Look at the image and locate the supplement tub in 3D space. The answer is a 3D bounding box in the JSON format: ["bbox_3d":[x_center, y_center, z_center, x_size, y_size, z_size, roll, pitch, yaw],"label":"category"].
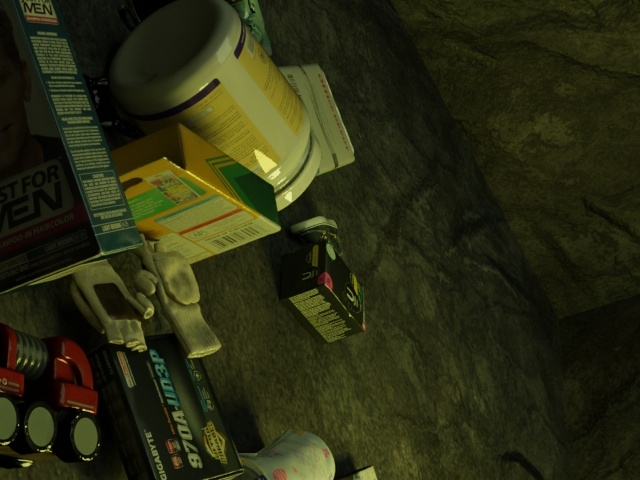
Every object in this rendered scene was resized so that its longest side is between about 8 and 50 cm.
[{"bbox_3d":[-0.165,-0.213,1.951,0.331,0.241,0.241,51,28,-41],"label":"supplement tub"}]

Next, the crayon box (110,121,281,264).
[{"bbox_3d":[-0.225,-0.065,1.722,0.323,0.203,0.083,32,42,-58],"label":"crayon box"}]

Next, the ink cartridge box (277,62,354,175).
[{"bbox_3d":[-0.065,-0.227,2.364,0.223,0.129,0.307,69,21,-2],"label":"ink cartridge box"}]

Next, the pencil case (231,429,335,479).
[{"bbox_3d":[-0.075,0.372,1.832,0.124,0.113,0.273,54,18,13],"label":"pencil case"}]

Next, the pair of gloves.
[{"bbox_3d":[-0.248,0.069,1.644,0.240,0.042,0.204,8,47,-53],"label":"pair of gloves"}]

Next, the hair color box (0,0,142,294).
[{"bbox_3d":[-0.369,-0.124,1.463,0.105,0.174,0.347,-16,86,-68],"label":"hair color box"}]

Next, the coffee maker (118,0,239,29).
[{"bbox_3d":[-0.234,-0.428,2.060,0.120,0.178,0.171,57,24,-28],"label":"coffee maker"}]

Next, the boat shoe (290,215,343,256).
[{"bbox_3d":[0.000,0.000,2.409,0.183,0.065,0.083,2,68,-69],"label":"boat shoe"}]

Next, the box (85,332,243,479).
[{"bbox_3d":[-0.212,0.238,1.617,0.175,0.051,0.220,0,63,-55],"label":"box"}]

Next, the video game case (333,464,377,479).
[{"bbox_3d":[0.078,0.540,2.152,0.210,0.042,0.232,3,68,-68],"label":"video game case"}]

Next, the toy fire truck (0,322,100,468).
[{"bbox_3d":[-0.365,0.123,1.330,0.217,0.158,0.246,31,54,-58],"label":"toy fire truck"}]

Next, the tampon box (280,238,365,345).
[{"bbox_3d":[0.006,0.102,2.283,0.161,0.101,0.120,51,27,-39],"label":"tampon box"}]

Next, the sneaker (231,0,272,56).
[{"bbox_3d":[-0.169,-0.426,2.331,0.256,0.094,0.151,-48,123,-77],"label":"sneaker"}]

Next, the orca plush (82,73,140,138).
[{"bbox_3d":[-0.336,-0.194,1.704,0.287,0.102,0.151,22,52,-63],"label":"orca plush"}]
